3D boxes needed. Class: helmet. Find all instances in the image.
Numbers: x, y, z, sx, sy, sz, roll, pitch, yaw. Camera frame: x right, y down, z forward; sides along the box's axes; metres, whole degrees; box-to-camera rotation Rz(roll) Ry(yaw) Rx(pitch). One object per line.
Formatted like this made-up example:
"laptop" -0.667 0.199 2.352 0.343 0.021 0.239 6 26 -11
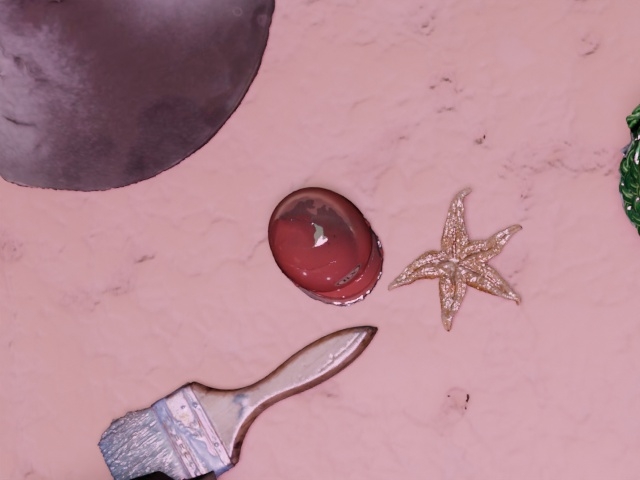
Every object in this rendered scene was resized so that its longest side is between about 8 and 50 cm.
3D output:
"helmet" 0.001 0.001 1.083 0.065 0.049 0.084 -44 76 -1

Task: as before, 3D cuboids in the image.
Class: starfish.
"starfish" 0.085 0.012 1.084 0.086 0.016 0.092 0 86 9

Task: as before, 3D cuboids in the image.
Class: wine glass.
"wine glass" -0.199 -0.185 0.971 0.267 0.406 0.267 -1 83 11

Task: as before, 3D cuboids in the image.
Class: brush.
"brush" -0.048 0.105 1.092 0.196 0.021 0.070 -30 76 2

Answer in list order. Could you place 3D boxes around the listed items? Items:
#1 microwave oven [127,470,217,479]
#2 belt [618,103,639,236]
"microwave oven" -0.148 0.241 1.021 0.205 0.129 0.163 -19 88 6
"belt" 0.253 -0.035 1.035 0.151 0.079 0.121 14 73 1
